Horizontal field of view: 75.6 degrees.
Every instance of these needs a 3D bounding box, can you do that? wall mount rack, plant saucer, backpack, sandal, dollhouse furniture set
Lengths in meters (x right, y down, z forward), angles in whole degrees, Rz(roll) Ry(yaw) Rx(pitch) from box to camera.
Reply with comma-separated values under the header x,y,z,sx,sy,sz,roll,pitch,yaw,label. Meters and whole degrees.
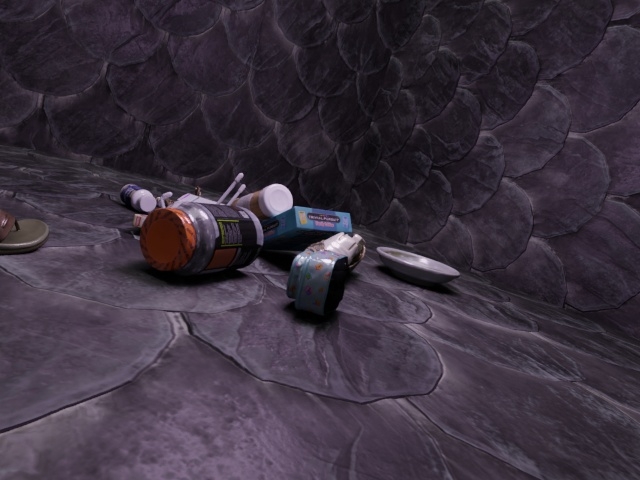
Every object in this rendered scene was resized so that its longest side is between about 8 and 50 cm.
x,y,z,sx,sy,sz,roll,pitch,yaw,label
-0.428,-0.144,1.574,0.304,0.130,0.350,-13,-1,-9,wall mount rack
0.446,0.135,1.952,0.401,0.100,0.400,16,8,-2,plant saucer
-0.007,0.105,1.057,0.145,0.165,0.188,16,5,6,backpack
-0.702,-0.024,0.864,0.120,0.086,0.303,17,8,9,sandal
-0.688,-0.219,2.074,0.151,0.123,0.144,11,9,-30,dollhouse furniture set

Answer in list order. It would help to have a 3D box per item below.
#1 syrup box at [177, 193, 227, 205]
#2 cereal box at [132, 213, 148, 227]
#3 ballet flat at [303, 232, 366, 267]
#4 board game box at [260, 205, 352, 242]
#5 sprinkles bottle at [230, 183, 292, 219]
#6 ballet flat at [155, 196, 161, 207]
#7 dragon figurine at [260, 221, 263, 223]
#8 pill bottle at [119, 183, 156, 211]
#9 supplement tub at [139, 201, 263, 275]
x,y,z,sx,sy,sz,roll,pitch,yaw,label
-0.500,-0.120,1.803,0.237,0.093,0.096,17,27,7,syrup box
-0.501,-0.042,1.424,0.240,0.047,0.173,14,-1,-11,cereal box
0.071,0.045,1.489,0.164,0.182,0.483,51,15,9,ballet flat
-0.090,-0.035,1.554,0.254,0.079,0.336,4,-16,-40,board game box
-0.247,-0.132,1.622,0.121,0.121,0.355,11,-10,-33,sprinkles bottle
-0.777,-0.188,1.991,0.041,0.041,0.114,10,10,-35,ballet flat
-0.300,-0.153,2.111,0.085,0.289,0.144,40,-14,17,dragon figurine
-0.763,-0.175,1.737,0.169,0.094,0.094,22,10,38,pill bottle
-0.312,-0.006,1.122,0.194,0.193,0.316,19,8,22,supplement tub
